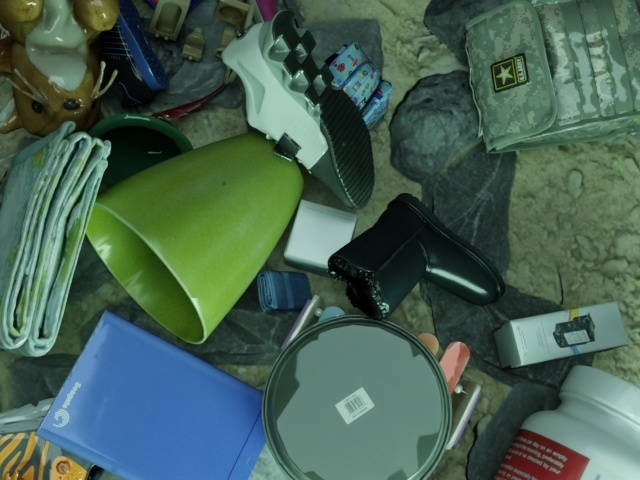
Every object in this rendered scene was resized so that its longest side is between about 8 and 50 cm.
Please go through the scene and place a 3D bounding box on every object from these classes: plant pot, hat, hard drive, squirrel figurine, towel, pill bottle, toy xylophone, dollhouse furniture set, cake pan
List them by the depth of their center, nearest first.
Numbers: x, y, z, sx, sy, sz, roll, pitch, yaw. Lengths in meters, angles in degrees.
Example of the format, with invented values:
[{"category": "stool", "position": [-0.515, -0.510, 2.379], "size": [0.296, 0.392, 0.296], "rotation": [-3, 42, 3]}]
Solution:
[{"category": "pill bottle", "position": [0.363, 0.404, 1.239], "size": [0.229, 0.229, 0.407], "rotation": [30, 80, 4]}, {"category": "towel", "position": [-0.433, 0.007, 1.244], "size": [0.090, 0.374, 0.320], "rotation": [20, 76, -27]}, {"category": "cake pan", "position": [0.055, 0.253, 1.262], "size": [0.293, 0.054, 0.293], "rotation": [0, 76, 1]}, {"category": "hard drive", "position": [-0.242, 0.274, 1.295], "size": [0.319, 0.040, 0.210], "rotation": [30, 72, -11]}, {"category": "plant pot", "position": [-0.174, -0.038, 1.319], "size": [0.275, 0.275, 0.293], "rotation": [44, 64, 7]}, {"category": "toy xylophone", "position": [0.084, 0.238, 1.341], "size": [0.323, 0.081, 0.236], "rotation": [21, 79, 3]}, {"category": "squirrel figurine", "position": [-0.446, -0.355, 1.348], "size": [0.281, 0.397, 0.370], "rotation": [-15, 110, -33]}, {"category": "towel", "position": [-0.060, 0.082, 1.356], "size": [0.029, 0.119, 0.067], "rotation": [-16, 78, 32]}, {"category": "dollhouse furniture set", "position": [-0.212, -0.332, 1.406], "size": [0.151, 0.144, 0.123], "rotation": [16, 67, -16]}, {"category": "hat", "position": [-0.287, -0.195, 1.434], "size": [0.208, 0.173, 0.183], "rotation": [15, 44, -18]}]

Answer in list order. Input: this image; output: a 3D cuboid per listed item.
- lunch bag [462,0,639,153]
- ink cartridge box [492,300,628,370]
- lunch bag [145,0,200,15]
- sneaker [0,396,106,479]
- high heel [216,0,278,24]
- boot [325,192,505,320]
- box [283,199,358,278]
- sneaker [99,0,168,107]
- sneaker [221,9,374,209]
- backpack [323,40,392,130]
[{"category": "lunch bag", "position": [0.392, -0.283, 1.413], "size": [0.287, 0.169, 0.235], "rotation": [-10, 82, 4]}, {"category": "ink cartridge box", "position": [0.380, 0.155, 1.342], "size": [0.175, 0.127, 0.072], "rotation": [-10, 77, -4]}, {"category": "lunch bag", "position": [-0.260, -0.544, 1.477], "size": [0.221, 0.138, 0.293], "rotation": [41, 91, 4]}, {"category": "sneaker", "position": [-0.484, 0.356, 1.282], "size": [0.321, 0.124, 0.180], "rotation": [-15, 78, -4]}, {"category": "high heel", "position": [-0.066, -0.378, 1.474], "size": [0.244, 0.082, 0.117], "rotation": [44, 65, 7]}, {"category": "boot", "position": [0.150, 0.063, 1.329], "size": [0.246, 0.094, 0.207], "rotation": [44, 56, 2]}, {"category": "box", "position": [0.000, 0.000, 1.383], "size": [0.101, 0.087, 0.102], "rotation": [16, 79, 2]}, {"category": "sneaker", "position": [-0.349, -0.342, 1.439], "size": [0.090, 0.081, 0.232], "rotation": [-27, 83, 17]}, {"category": "sneaker", "position": [-0.032, -0.185, 1.291], "size": [0.330, 0.146, 0.122], "rotation": [60, 41, -23]}, {"category": "backpack", "position": [0.042, -0.240, 1.389], "size": [0.117, 0.173, 0.158], "rotation": [40, 80, 6]}]
